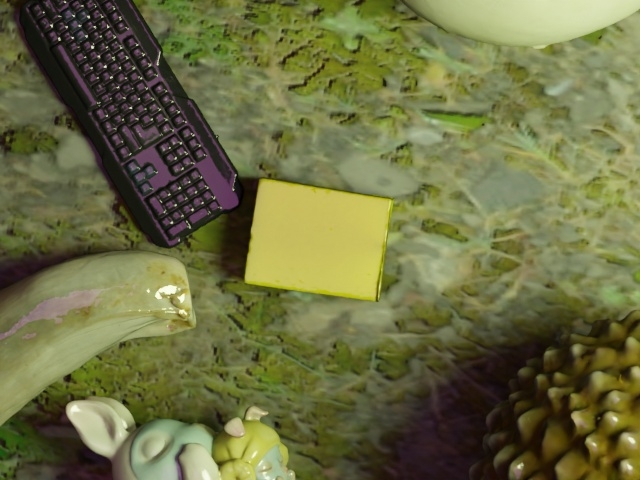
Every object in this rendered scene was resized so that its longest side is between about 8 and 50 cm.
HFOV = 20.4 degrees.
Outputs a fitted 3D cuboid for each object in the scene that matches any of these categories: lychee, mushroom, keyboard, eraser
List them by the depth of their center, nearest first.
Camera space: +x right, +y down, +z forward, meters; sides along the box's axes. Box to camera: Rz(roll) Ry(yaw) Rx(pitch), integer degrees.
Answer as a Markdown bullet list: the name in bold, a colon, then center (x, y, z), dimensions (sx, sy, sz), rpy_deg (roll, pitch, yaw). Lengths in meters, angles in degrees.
- **lychee**: center (0.297, 0.262, 1.411), dimensions (0.380, 0.380, 0.432), rpy_deg (-25, 77, 5)
- **eraser**: center (0.000, 0.000, 1.588), dimensions (0.122, 0.045, 0.097), rpy_deg (9, 91, 5)
- **mushroom**: center (-0.275, 0.106, 1.597), dimensions (0.351, 0.095, 0.122), rpy_deg (-29, 108, 6)
- **keyboard**: center (-0.171, -0.124, 1.616), dimensions (0.106, 0.016, 0.262), rpy_deg (-32, 88, 5)

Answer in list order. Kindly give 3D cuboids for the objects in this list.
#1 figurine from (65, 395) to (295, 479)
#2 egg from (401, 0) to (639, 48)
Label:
- **figurine**: center (-0.109, 0.210, 1.565), dimensions (0.155, 0.127, 0.235), rpy_deg (-35, 85, 23)
- **egg**: center (0.191, -0.309, 1.426), dimensions (0.283, 0.345, 0.283), rpy_deg (13, 65, -29)
